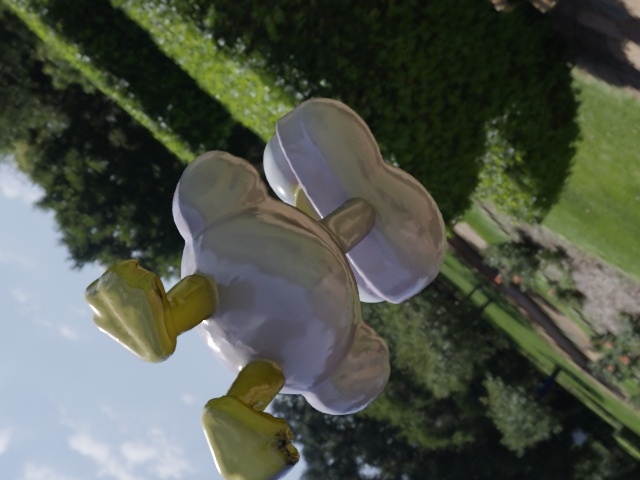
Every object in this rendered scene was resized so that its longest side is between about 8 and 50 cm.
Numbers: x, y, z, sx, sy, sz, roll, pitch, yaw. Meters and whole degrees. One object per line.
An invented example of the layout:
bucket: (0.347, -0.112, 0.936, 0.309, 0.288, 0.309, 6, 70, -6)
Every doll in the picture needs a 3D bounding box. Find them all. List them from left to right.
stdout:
doll: (0.001, -0.001, 0.516, 0.160, 0.094, 0.365, 51, -160, -5)
